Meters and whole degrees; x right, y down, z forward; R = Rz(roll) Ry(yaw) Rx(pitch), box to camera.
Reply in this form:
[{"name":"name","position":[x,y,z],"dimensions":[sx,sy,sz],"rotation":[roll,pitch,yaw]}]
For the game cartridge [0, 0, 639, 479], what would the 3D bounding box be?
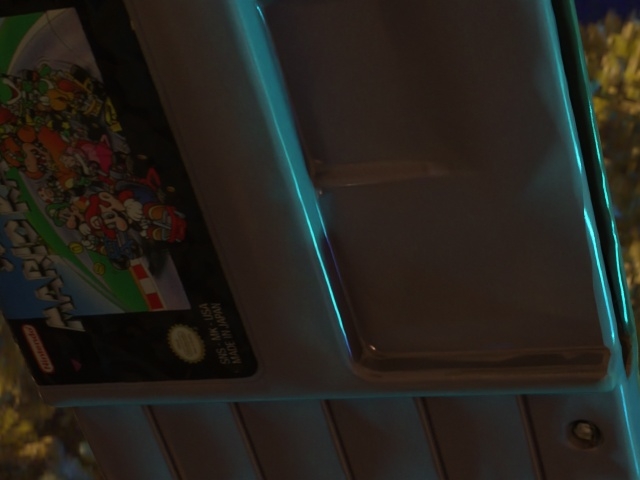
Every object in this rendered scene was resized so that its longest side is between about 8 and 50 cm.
[{"name":"game cartridge","position":[-0.030,-0.053,0.494],"dimensions":[0.230,0.355,0.068],"rotation":[-7,-147,18]}]
